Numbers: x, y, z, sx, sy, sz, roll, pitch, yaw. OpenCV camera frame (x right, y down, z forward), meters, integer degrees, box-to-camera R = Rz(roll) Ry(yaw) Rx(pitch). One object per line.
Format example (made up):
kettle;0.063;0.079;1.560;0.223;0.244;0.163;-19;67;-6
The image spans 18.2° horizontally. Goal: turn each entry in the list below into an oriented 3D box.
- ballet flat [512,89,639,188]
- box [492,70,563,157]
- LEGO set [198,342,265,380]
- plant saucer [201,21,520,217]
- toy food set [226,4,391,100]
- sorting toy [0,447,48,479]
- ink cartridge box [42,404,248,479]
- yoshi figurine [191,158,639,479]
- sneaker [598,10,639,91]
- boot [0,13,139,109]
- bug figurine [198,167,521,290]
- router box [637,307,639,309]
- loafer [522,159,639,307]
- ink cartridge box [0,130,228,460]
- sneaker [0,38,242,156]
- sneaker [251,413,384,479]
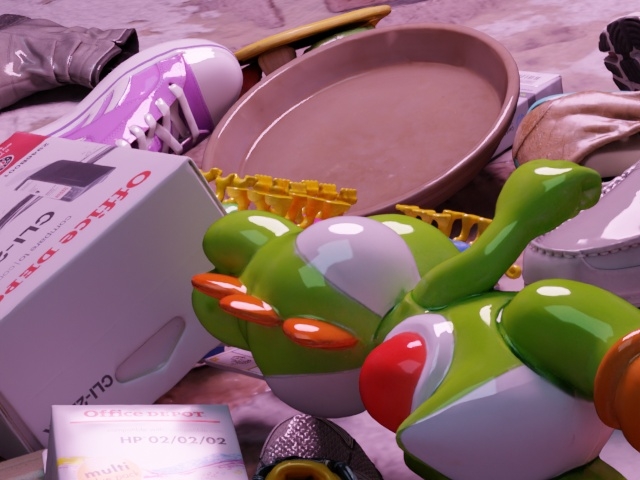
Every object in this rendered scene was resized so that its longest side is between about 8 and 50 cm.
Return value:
ballet flat;0.319;-0.073;1.529;0.342;0.116;0.124;-7;43;6
box;0.105;-0.104;1.755;0.145;0.038;0.186;9;29;38
LEGO set;-0.058;0.075;1.425;0.244;0.060;0.182;11;18;38
plant saucer;0.036;-0.088;1.663;0.278;0.041;0.278;-15;34;11
toy food set;-0.021;-0.164;1.924;0.218;0.071;0.128;-19;1;-25
sorting toy;-0.167;0.224;1.054;0.229;0.041;0.307;-12;33;-23
ink cartridge box;-0.096;0.142;1.096;0.104;0.061;0.181;1;28;-13
yoshi figurine;0.093;0.063;1.148;0.362;0.203;0.203;24;68;37
sneaker;0.353;-0.172;1.667;0.118;0.107;0.279;-34;15;-34
boot;-0.291;-0.173;2.031;0.161;0.083;0.246;6;28;20
bug figurine;0.000;0.000;1.428;0.216;0.072;0.279;15;7;38
router box;0.242;0.031;1.385;0.092;0.038;0.122;-19;25;-20
loafer;0.259;-0.043;1.354;0.319;0.111;0.112;-25;28;-34
ink cartridge box;-0.190;0.034;1.342;0.197;0.114;0.273;-43;27;-21
sneaker;-0.158;-0.063;1.683;0.282;0.102;0.161;-35;34;-16
sneaker;0.002;0.152;1.129;0.088;0.093;0.225;-11;22;-2
